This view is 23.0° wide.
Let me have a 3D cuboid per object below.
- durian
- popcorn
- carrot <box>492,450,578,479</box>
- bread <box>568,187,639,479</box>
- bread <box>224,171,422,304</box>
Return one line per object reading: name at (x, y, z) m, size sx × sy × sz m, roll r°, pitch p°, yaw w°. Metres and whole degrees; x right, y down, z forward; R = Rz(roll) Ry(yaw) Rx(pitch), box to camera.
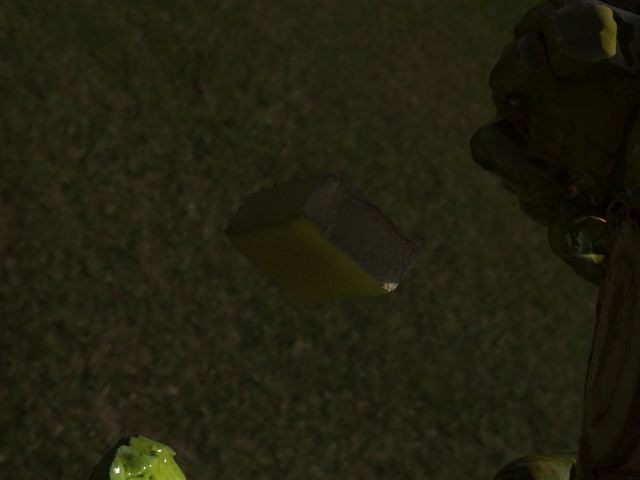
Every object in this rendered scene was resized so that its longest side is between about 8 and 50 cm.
durian at (-0.154, 0.233, 1.307) m, size 0.250 × 0.101 × 0.139 m, roll 47°, pitch 23°, yaw -88°
popcorn at (0.290, -0.086, 1.500) m, size 0.321 × 0.290 × 0.326 m, roll -29°, pitch 109°, yaw -43°
carrot at (0.268, 0.241, 1.588) m, size 0.074 × 0.074 × 0.358 m, roll 50°, pitch 23°, yaw 22°
bread at (0.251, 0.084, 1.107) m, size 0.123 × 0.244 × 0.190 m, roll 9°, pitch 16°, yaw -4°
bread at (0.001, 0.000, 1.513) m, size 0.125 × 0.068 × 0.188 m, roll 40°, pitch -22°, yaw -17°
